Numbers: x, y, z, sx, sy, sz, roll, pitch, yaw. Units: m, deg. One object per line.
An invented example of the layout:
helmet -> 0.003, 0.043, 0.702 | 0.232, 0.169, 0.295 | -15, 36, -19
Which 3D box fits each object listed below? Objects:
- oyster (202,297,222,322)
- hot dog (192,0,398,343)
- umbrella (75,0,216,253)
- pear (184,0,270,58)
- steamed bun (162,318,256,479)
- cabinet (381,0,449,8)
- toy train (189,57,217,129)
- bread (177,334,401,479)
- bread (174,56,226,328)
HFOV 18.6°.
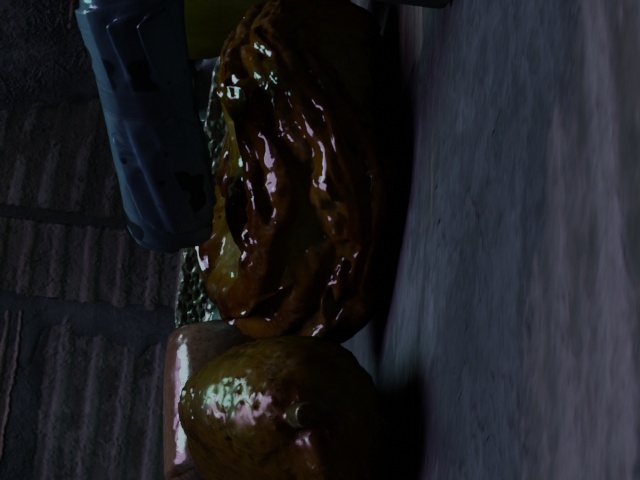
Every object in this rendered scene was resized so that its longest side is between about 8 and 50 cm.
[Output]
oyster -> -0.076, 0.166, 1.672 | 0.199, 0.087, 0.252 | 118, 152, -51
hot dog -> -0.018, -0.050, 1.161 | 0.259, 0.114, 0.175 | -94, 11, -62
umbrella -> -0.095, -0.101, 1.040 | 0.052, 0.053, 0.250 | -34, -47, -34
pear -> -0.075, -0.272, 1.259 | 0.321, 0.269, 0.269 | 104, 171, -45
steamed bun -> -0.060, 0.145, 1.482 | 0.175, 0.106, 0.145 | 72, -164, -68
cabinet -> -0.002, -0.233, 1.020 | 0.206, 0.150, 0.145 | -92, 10, -63
toy train -> -0.096, -0.149, 2.032 | 0.177, 0.134, 0.261 | 102, 173, -48
bread -> -0.013, 0.098, 1.012 | 0.084, 0.124, 0.344 | -53, -1, -11
bread -> -0.070, -0.061, 1.818 | 0.183, 0.102, 0.337 | -95, 14, -65
